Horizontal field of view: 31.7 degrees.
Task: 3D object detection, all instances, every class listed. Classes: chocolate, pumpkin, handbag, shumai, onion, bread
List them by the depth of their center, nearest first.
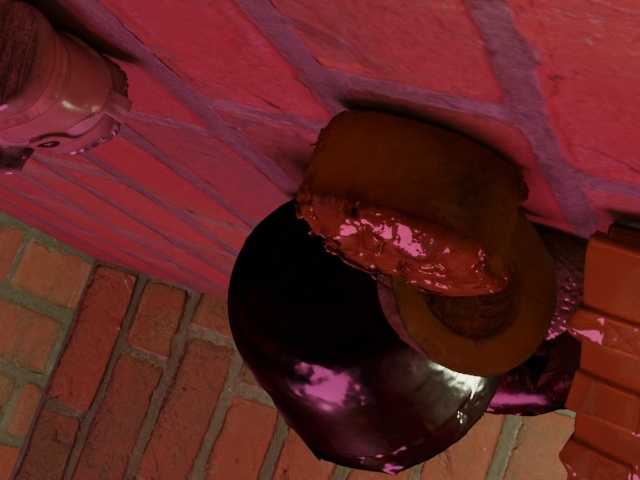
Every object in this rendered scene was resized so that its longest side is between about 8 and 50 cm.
[{"bbox_3d":[0.116,-0.034,1.152,0.260,0.160,0.147,28,160,-24],"label":"bread"},{"bbox_3d":[0.408,0.186,1.243,0.283,0.401,0.133,15,-149,31],"label":"handbag"},{"bbox_3d":[0.154,0.053,1.310,0.217,0.217,0.110,24,160,-25],"label":"pumpkin"},{"bbox_3d":[0.278,0.050,1.414,0.145,0.145,0.116,18,-171,8],"label":"shumai"},{"bbox_3d":[0.034,0.094,1.505,0.384,0.383,0.331,12,158,40],"label":"chocolate"},{"bbox_3d":[0.339,0.173,1.825,0.272,0.195,0.272,-13,-167,3],"label":"onion"}]

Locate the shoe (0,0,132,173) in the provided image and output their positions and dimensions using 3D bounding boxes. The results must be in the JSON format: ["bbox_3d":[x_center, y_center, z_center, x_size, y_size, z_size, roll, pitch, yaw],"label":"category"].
[{"bbox_3d":[-0.385,-0.174,1.301,0.351,0.172,0.198,15,173,38],"label":"shoe"}]
